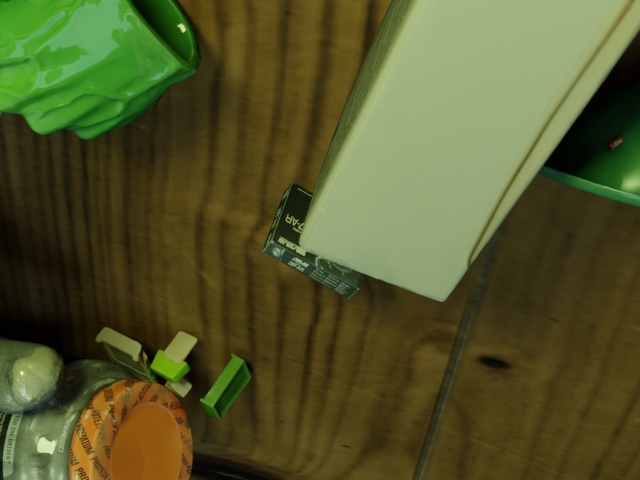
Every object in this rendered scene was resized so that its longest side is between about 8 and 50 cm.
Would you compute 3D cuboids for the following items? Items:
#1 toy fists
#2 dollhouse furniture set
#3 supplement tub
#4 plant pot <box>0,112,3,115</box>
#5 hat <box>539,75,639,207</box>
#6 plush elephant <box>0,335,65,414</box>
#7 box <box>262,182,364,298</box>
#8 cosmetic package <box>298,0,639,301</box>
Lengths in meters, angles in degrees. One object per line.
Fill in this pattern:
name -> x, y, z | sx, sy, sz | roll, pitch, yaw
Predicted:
toy fists -> -0.211, -0.183, 0.790 | 0.142, 0.096, 0.279 | -26, 129, 20
dollhouse furniture set -> -0.150, 0.121, 1.189 | 0.151, 0.059, 0.076 | 22, 153, 26
supplement tub -> -0.300, 0.214, 1.201 | 0.315, 0.194, 0.194 | -2, 137, 33
plant pot -> -0.404, -0.128, 0.827 | 0.247, 0.247, 0.252 | -14, 127, 32
hat -> 0.247, -0.115, 0.738 | 0.208, 0.173, 0.184 | 14, 106, 5
plush elephant -> -0.422, 0.124, 0.968 | 0.272, 0.255, 0.330 | -44, 90, 10
box -> 0.000, 0.000, 0.953 | 0.083, 0.067, 0.018 | 30, 139, -13
cosmetic package -> 0.095, -0.119, 0.704 | 0.113, 0.160, 0.309 | 21, 142, -4
